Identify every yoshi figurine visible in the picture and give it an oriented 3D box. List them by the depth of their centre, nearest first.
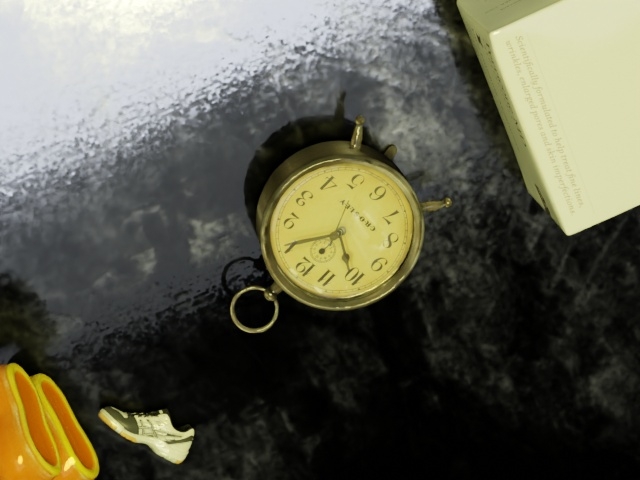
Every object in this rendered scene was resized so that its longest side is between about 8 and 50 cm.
[{"bbox_3d":[-0.352,0.247,1.321,0.362,0.203,0.203,-26,118,4],"label":"yoshi figurine"}]

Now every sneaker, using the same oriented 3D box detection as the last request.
[{"bbox_3d":[-0.143,0.151,1.407,0.083,0.032,0.037,30,88,-22],"label":"sneaker"}]

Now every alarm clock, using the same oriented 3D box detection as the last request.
[{"bbox_3d":[0.000,0.000,1.356,0.192,0.064,0.129,-45,110,5],"label":"alarm clock"}]

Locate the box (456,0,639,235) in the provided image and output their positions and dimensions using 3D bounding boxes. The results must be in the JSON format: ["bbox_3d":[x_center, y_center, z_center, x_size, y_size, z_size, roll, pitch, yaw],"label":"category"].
[{"bbox_3d":[0.226,-0.131,1.318,0.182,0.119,0.181,-24,111,-1],"label":"box"}]
